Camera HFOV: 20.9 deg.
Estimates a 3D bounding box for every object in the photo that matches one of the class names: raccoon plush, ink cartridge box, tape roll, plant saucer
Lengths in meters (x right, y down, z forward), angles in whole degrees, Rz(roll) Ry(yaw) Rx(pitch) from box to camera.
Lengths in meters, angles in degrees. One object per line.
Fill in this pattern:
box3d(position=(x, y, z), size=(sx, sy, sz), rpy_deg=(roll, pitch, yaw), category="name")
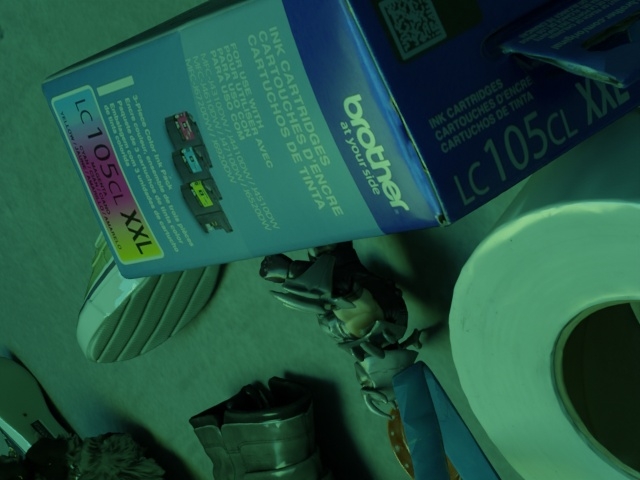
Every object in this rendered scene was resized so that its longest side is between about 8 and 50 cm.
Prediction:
box3d(position=(-0.217, 0.404, 1.711), size=(0.446, 0.216, 0.299), rpy_deg=(-126, 25, -46), category="raccoon plush")
box3d(position=(0.051, -0.110, 1.014), size=(0.395, 0.270, 0.151), rpy_deg=(-12, 106, 55), category="ink cartridge box")
box3d(position=(0.220, 0.064, 0.991), size=(0.286, 0.100, 0.286), rpy_deg=(22, 136, 22), category="tape roll")
box3d(position=(0.086, 0.162, 1.378), size=(0.083, 0.013, 0.083), rpy_deg=(31, 135, 37), category="plant saucer")

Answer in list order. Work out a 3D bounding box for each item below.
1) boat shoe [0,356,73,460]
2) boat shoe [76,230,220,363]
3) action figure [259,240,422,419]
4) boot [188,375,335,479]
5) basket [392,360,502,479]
box3d(position=(-0.323, 0.216, 1.903), size=(0.183, 0.065, 0.083), rpy_deg=(49, 142, 18), category="boat shoe")
box3d(position=(-0.141, -0.003, 1.507), size=(0.302, 0.109, 0.094), rpy_deg=(-55, 52, 43), category="boat shoe")
box3d(position=(0.000, 0.000, 1.283), size=(0.185, 0.099, 0.285), rpy_deg=(71, 177, -80), category="action figure")
box3d(position=(0.007, 0.231, 1.445), size=(0.338, 0.118, 0.223), rpy_deg=(-5, 104, 50), category="boot")
box3d(position=(0.137, 0.236, 1.155), size=(0.289, 0.201, 0.255), rpy_deg=(53, -169, -18), category="basket")
